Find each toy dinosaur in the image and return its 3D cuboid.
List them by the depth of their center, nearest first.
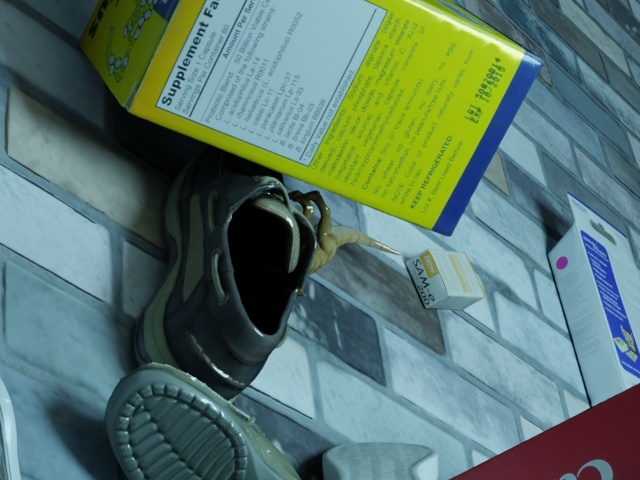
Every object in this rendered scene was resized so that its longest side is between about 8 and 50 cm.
[{"bbox_3d":[0.000,0.000,1.641,0.211,0.064,0.112,-33,110,-55],"label":"toy dinosaur"}]

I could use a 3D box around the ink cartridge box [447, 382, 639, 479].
[{"bbox_3d":[0.243,0.252,1.489,0.272,0.309,0.130,24,42,-49],"label":"ink cartridge box"}]

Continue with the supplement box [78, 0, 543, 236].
[{"bbox_3d":[-0.011,-0.174,1.474,0.357,0.194,0.195,21,14,-29],"label":"supplement box"}]

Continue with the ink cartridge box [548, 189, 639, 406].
[{"bbox_3d":[0.408,0.119,2.200,0.176,0.069,0.371,31,39,-42],"label":"ink cartridge box"}]

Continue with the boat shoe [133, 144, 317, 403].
[{"bbox_3d":[-0.062,0.013,1.418,0.132,0.130,0.355,44,29,-27],"label":"boat shoe"}]

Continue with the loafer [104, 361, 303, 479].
[{"bbox_3d":[-0.089,0.176,1.266,0.251,0.094,0.087,50,2,-37],"label":"loafer"}]

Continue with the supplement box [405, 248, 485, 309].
[{"bbox_3d":[0.147,0.046,1.852,0.098,0.036,0.062,8,56,-58],"label":"supplement box"}]

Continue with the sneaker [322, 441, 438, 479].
[{"bbox_3d":[0.054,0.277,1.393,0.292,0.108,0.169,-46,135,-83],"label":"sneaker"}]

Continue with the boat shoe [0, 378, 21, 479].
[{"bbox_3d":[-0.234,0.143,1.074,0.040,0.049,0.142,14,52,-55],"label":"boat shoe"}]
